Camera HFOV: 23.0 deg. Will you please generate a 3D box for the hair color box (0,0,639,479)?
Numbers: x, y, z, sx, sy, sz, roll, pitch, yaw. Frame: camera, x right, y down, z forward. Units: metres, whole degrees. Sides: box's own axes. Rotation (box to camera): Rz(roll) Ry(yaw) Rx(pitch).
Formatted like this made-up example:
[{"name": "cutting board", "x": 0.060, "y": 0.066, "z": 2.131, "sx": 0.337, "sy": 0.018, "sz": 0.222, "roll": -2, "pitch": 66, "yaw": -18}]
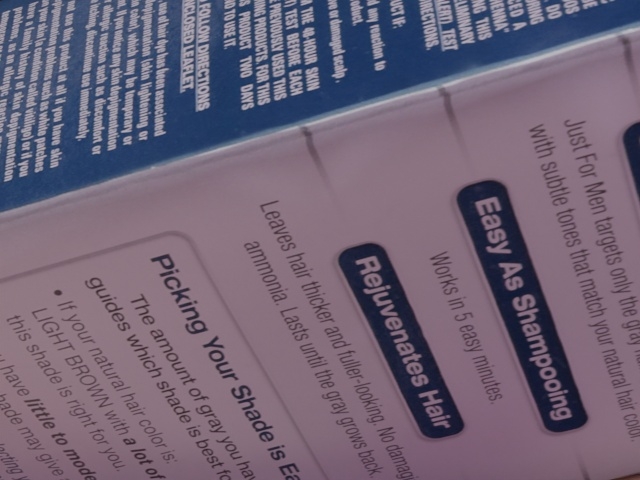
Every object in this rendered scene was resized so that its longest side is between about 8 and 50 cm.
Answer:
[{"name": "hair color box", "x": 0.000, "y": 0.000, "z": 0.474, "sx": 0.347, "sy": 0.174, "sz": 0.105, "roll": -15, "pitch": 44, "yaw": 12}]
